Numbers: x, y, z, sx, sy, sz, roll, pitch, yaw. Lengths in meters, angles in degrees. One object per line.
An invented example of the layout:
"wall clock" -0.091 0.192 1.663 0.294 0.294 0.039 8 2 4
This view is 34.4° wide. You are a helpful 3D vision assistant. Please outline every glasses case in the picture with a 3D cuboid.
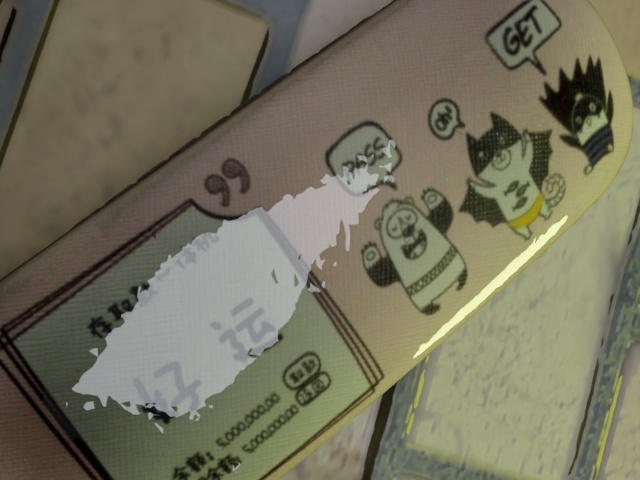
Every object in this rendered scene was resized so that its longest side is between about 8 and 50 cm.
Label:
"glasses case" 0.000 0.000 0.405 0.314 0.075 0.122 -38 97 -17

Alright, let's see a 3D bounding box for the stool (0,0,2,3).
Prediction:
"stool" -0.175 -0.095 0.286 0.195 0.195 0.198 12 82 -19
